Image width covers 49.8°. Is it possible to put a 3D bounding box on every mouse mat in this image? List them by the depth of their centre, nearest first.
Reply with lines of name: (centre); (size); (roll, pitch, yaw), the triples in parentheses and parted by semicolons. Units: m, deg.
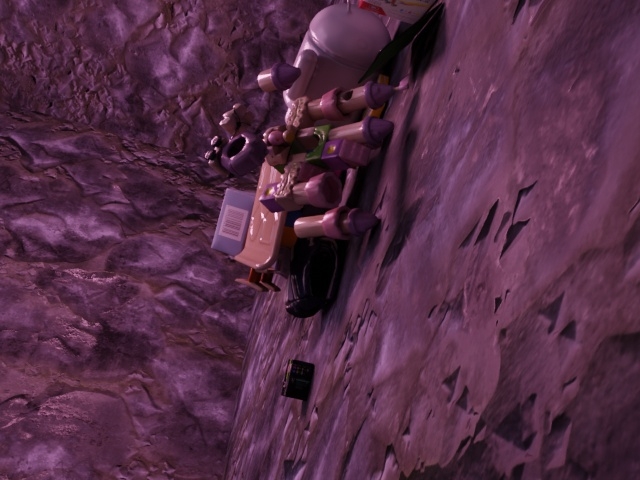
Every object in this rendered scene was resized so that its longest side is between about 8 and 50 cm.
mouse mat: (0.145, -0.368, 1.298); (0.152, 0.007, 0.189); (-40, 3, -13)

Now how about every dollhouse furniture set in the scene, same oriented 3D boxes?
dollhouse furniture set: (-0.137, 0.000, 1.957); (0.259, 0.135, 0.262); (5, -79, -67)

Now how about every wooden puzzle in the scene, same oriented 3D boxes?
wooden puzzle: (-0.094, -0.100, 1.611); (0.322, 0.080, 0.348); (-171, 97, -73)

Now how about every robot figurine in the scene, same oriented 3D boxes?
robot figurine: (0.039, -0.396, 1.613); (0.300, 0.200, 0.353); (-26, -29, -49)

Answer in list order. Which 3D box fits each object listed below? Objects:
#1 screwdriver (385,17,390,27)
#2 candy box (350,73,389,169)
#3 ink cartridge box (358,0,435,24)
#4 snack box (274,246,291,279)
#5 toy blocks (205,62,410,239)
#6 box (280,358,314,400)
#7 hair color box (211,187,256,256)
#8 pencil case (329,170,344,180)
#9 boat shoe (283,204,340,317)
screwdriver: (0.177, -0.548, 1.671); (0.170, 0.025, 0.024); (104, 178, -78)
candy box: (0.107, -0.268, 1.577); (0.206, 0.027, 0.105); (114, 172, -49)
ink cartridge box: (0.163, -0.516, 1.316); (0.176, 0.128, 0.127); (164, 120, -80)
snack box: (-0.054, 0.075, 1.686); (0.178, 0.022, 0.064); (38, -124, -54)
toy blocks: (0.017, -0.184, 1.276); (0.260, 0.309, 0.288); (-5, 57, 40)
box: (-0.052, 0.309, 1.535); (0.062, 0.052, 0.083); (140, 143, -74)
hair color box: (-0.177, -0.044, 2.155); (0.374, 0.113, 0.185); (4, -77, -67)
pencil case: (-0.013, -0.100, 1.833); (0.104, 0.104, 0.236); (-102, 30, -71)
boat shoe: (0.000, 0.000, 1.571); (0.158, 0.127, 0.340); (143, 134, -65)
